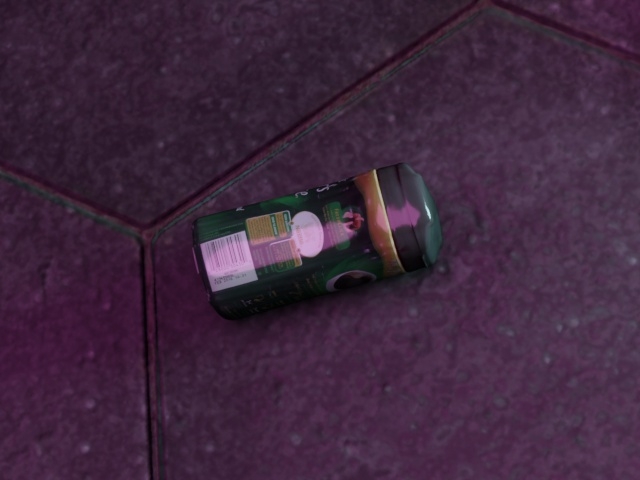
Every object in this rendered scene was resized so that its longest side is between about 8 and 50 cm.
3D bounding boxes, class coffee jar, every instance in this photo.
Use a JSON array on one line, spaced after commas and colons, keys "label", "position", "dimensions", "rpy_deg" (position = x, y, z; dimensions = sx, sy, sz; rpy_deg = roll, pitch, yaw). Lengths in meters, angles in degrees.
[{"label": "coffee jar", "position": [0.000, 0.000, 1.414], "dimensions": [0.184, 0.096, 0.079], "rpy_deg": [-15, 75, 5]}]
